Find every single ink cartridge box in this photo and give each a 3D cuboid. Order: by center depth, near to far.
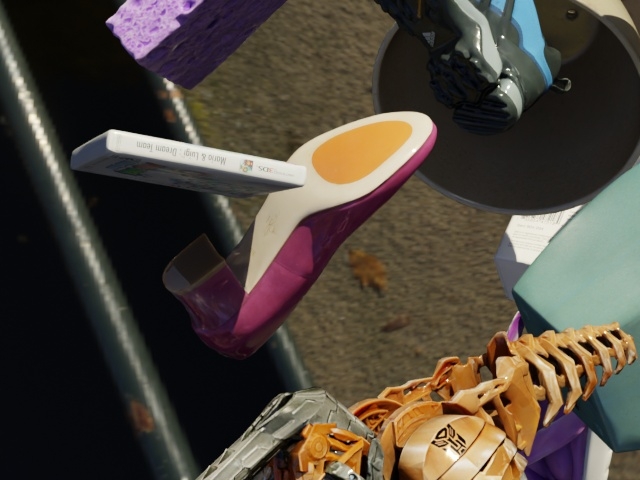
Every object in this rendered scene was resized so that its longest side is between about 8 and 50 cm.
[{"bbox_3d":[0.394,-0.034,1.869,0.198,0.115,0.273,12,59,29],"label":"ink cartridge box"}]

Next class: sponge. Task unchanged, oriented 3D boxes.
[{"bbox_3d":[-0.013,-0.163,0.655,0.210,0.117,0.031,-43,85,7],"label":"sponge"}]

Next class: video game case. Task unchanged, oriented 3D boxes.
[{"bbox_3d":[-0.102,-0.054,0.965,0.143,0.157,0.019,10,85,-19],"label":"video game case"}]

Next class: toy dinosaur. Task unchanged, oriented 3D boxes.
[{"bbox_3d":[0.052,0.141,0.560,0.322,0.164,0.218,-31,108,-16],"label":"toy dinosaur"}]

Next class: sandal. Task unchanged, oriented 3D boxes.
[{"bbox_3d":[0.222,0.133,1.271,0.102,0.169,0.416,-1,125,-14],"label":"sandal"}]

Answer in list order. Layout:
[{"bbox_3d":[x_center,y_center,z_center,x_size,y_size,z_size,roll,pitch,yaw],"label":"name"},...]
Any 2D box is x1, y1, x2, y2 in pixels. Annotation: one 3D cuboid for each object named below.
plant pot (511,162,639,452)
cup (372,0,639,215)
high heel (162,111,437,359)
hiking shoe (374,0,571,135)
[{"bbox_3d":[0.277,0.040,0.961,0.234,0.166,0.165,-30,119,-7],"label":"plant pot"},{"bbox_3d":[0.251,-0.231,1.620,0.331,0.237,0.331,10,131,12],"label":"cup"},{"bbox_3d":[0.000,0.000,1.021,0.244,0.117,0.082,-39,48,-3],"label":"high heel"},{"bbox_3d":[0.135,-0.257,1.303,0.113,0.132,0.304,-11,109,52],"label":"hiking shoe"}]
